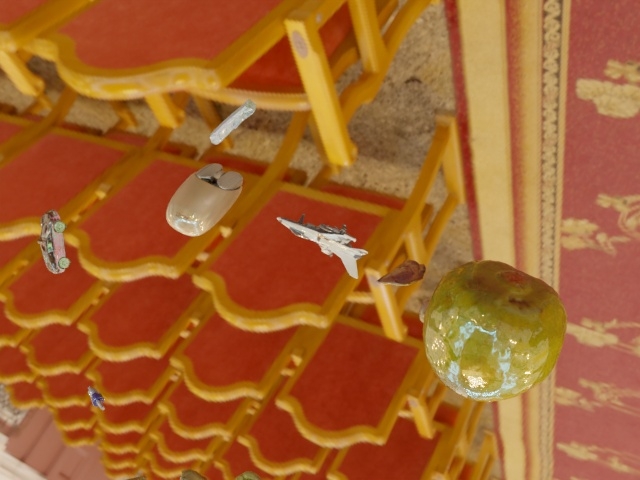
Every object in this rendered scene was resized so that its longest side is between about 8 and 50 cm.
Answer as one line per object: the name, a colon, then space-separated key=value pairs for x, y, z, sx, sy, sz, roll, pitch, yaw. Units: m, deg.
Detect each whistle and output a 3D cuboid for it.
whistle: x=-0.539 y=0.382 z=1.871 sx=0.083 sy=0.029 sz=0.033 roll=40 pitch=166 yaw=45

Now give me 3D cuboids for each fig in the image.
fig: x=0.396 y=0.226 z=1.818 sx=0.343 sy=0.343 sz=0.343 roll=23 pitch=152 yaw=13

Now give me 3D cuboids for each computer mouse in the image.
computer mouse: x=-0.314 y=-0.114 z=2.095 sx=0.145 sy=0.236 sz=0.082 roll=27 pitch=149 yaw=20

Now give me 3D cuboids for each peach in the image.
peach: x=0.309 y=0.199 z=2.117 sx=0.083 sy=0.083 sz=0.083 roll=23 pitch=152 yaw=13

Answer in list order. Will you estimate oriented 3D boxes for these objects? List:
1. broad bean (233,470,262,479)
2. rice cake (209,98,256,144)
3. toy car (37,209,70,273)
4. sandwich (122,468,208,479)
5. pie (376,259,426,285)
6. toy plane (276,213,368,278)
broad bean: x=-0.179 y=0.671 z=2.024 sx=0.124 sy=0.082 sz=0.174 roll=54 pitch=162 yaw=38
rice cake: x=-0.205 y=-0.270 z=1.788 sx=0.030 sy=0.042 sz=0.180 roll=36 pitch=144 yaw=-20
toy car: x=-0.590 y=0.004 z=1.704 sx=0.069 sy=0.055 sz=0.142 roll=18 pitch=115 yaw=48
sandwich: x=-0.212 y=0.449 z=1.239 sx=0.236 sy=0.128 sz=0.122 roll=-8 pitch=-169 yaw=-4
pie: x=0.222 y=0.087 z=2.022 sx=0.092 sy=0.170 sz=0.034 roll=14 pitch=116 yaw=26
toy plane: x=0.012 y=-0.010 z=1.793 sx=0.234 sy=0.082 sz=0.160 roll=37 pitch=157 yaw=-8
